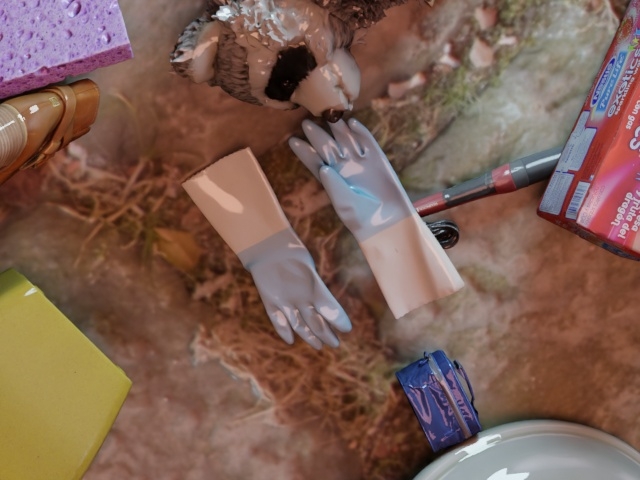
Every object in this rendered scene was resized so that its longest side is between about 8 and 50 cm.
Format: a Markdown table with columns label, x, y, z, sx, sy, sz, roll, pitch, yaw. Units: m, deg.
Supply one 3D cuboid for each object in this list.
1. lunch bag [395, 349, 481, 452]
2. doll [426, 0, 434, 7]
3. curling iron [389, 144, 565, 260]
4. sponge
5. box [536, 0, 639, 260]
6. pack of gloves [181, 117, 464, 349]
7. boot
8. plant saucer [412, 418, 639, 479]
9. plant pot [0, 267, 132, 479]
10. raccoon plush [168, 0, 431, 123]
| label | x | y | z | sx | sy | sz | roll | pitch | yaw |
| --- | --- | --- | --- | --- | --- | --- | --- | --- | --- |
| lunch bag | 0.123 | 0.158 | 1.897 | 0.065 | 0.067 | 0.098 | -26 | 104 | -1 |
| doll | 0.148 | -0.319 | 1.796 | 0.189 | 0.046 | 0.129 | -44 | 105 | 5 |
| curling iron | 0.192 | -0.053 | 1.874 | 0.274 | 0.035 | 0.068 | -27 | 126 | -5 |
| sponge | -0.290 | -0.193 | 1.747 | 0.210 | 0.031 | 0.117 | -17 | 63 | -3 |
| box | 0.328 | -0.112 | 1.806 | 0.122 | 0.128 | 0.257 | 24 | 89 | -13 |
| pack of gloves | 0.000 | 0.000 | 1.830 | 0.195 | 0.046 | 0.232 | -28 | 106 | 17 |
| boot | -0.299 | -0.082 | 1.779 | 0.152 | 0.197 | 0.073 | -30 | 89 | -38 |
| plant saucer | 0.238 | 0.386 | 1.894 | 0.400 | 0.100 | 0.401 | 0 | 90 | -19 |
| plant pot | -0.304 | 0.145 | 1.783 | 0.187 | 0.212 | 0.212 | -47 | 105 | -8 |
| raccoon plush | -0.015 | -0.333 | 1.743 | 0.299 | 0.216 | 0.447 | -22 | 65 | 26 |
